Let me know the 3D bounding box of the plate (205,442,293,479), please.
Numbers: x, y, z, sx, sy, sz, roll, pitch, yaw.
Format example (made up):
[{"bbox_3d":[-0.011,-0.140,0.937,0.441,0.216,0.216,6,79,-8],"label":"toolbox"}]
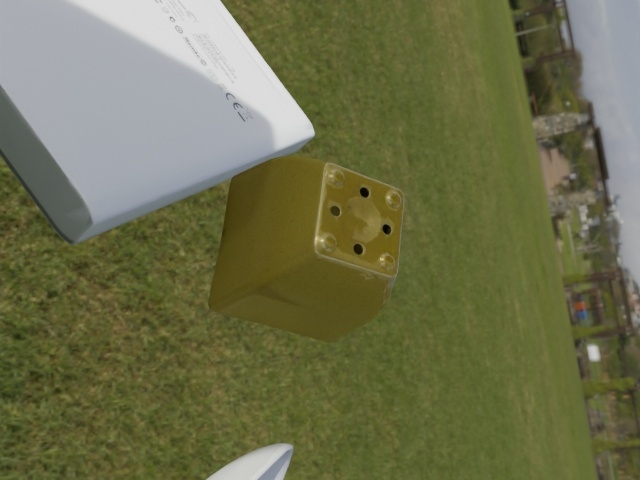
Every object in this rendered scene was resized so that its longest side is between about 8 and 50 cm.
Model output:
[{"bbox_3d":[-0.133,0.259,0.381,0.278,0.045,0.277,-21,135,-62],"label":"plate"}]

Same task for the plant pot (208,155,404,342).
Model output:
[{"bbox_3d":[0.000,0.000,0.379,0.081,0.083,0.081,18,65,-26],"label":"plant pot"}]

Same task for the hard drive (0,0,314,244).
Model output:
[{"bbox_3d":[-0.161,-0.149,0.668,0.233,0.047,0.353,54,31,1],"label":"hard drive"}]
